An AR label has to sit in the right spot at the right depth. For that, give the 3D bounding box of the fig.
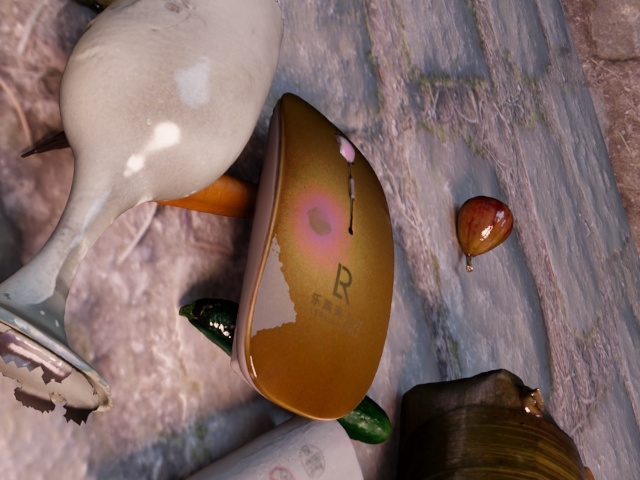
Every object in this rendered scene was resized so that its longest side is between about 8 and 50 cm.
[{"bbox_3d":[0.241,-0.006,1.039,0.089,0.089,0.125,43,72,-37],"label":"fig"}]

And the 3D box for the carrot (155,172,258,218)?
[{"bbox_3d":[-0.075,-0.038,0.623,0.248,0.043,0.043,13,66,-55],"label":"carrot"}]

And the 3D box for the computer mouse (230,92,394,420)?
[{"bbox_3d":[0.000,0.000,0.603,0.158,0.072,0.310,36,46,-37],"label":"computer mouse"}]

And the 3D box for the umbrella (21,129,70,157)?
[{"bbox_3d":[-0.181,-0.086,0.518,0.122,0.013,0.022,-38,129,-55],"label":"umbrella"}]

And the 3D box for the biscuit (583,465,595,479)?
[{"bbox_3d":[0.399,0.519,1.043,0.385,0.062,0.365,2,74,-55],"label":"biscuit"}]

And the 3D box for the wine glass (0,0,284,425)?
[{"bbox_3d":[-0.126,-0.054,0.439,0.143,0.143,0.321,48,50,-33],"label":"wine glass"}]

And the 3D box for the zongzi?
[{"bbox_3d":[0.199,0.410,0.674,0.432,0.208,0.403,65,26,-22],"label":"zongzi"}]

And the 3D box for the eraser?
[{"bbox_3d":[-0.050,0.247,0.505,0.227,0.081,0.174,-12,91,-57],"label":"eraser"}]

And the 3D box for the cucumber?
[{"bbox_3d":[-0.017,0.130,0.623,0.284,0.056,0.056,41,45,-36],"label":"cucumber"}]

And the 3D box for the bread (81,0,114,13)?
[{"bbox_3d":[-0.176,-0.270,0.495,0.260,0.134,0.129,20,61,-50],"label":"bread"}]
